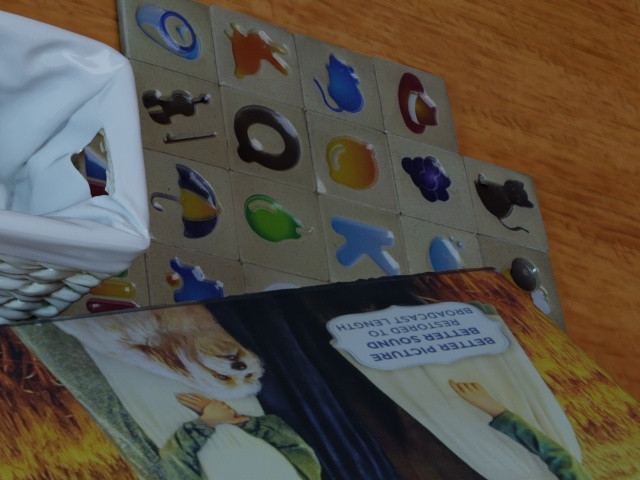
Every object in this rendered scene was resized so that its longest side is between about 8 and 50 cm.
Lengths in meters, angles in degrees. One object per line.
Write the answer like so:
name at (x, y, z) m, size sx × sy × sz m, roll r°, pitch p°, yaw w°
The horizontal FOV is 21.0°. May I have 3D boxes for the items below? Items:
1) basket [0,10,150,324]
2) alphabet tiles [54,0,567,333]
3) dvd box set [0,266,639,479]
basket at (-0.172, -0.031, 0.740) m, size 0.167 × 0.103 × 0.113 m, roll 12°, pitch 53°, yaw -33°
alphabet tiles at (0.000, 0.000, 0.930) m, size 0.342 × 0.011 × 0.285 m, roll 13°, pitch 52°, yaw -33°
dvd box set at (0.054, 0.154, 0.642) m, size 0.307 × 0.062 × 0.420 m, roll -6°, pitch 33°, yaw -30°
